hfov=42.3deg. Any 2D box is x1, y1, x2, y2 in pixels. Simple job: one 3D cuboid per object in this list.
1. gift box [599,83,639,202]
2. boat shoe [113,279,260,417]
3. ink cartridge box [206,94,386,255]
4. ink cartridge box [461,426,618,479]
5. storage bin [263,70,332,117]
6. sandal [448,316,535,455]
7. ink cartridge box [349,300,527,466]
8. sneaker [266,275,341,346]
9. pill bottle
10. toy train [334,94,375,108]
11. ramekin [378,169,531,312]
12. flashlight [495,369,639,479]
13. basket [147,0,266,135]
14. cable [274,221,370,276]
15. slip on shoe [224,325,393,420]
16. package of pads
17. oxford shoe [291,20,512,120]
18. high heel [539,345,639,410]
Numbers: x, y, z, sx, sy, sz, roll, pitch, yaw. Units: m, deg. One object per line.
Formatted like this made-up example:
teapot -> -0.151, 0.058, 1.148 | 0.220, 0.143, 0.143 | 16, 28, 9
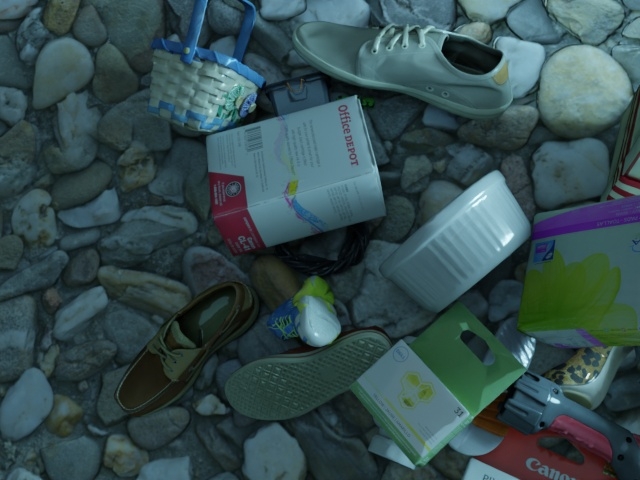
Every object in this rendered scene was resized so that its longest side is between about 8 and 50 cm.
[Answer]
gift box -> 0.633, -0.126, 1.406 | 0.255, 0.276, 0.258 | 16, 64, 13
boat shoe -> -0.257, 0.186, 1.528 | 0.324, 0.120, 0.122 | -45, 71, -6
ink cartridge box -> -0.048, -0.122, 1.549 | 0.306, 0.131, 0.226 | -13, 48, 5
ink cartridge box -> 0.376, 0.425, 1.376 | 0.275, 0.060, 0.239 | 21, 79, 16
storage bin -> -0.037, -0.274, 1.653 | 0.135, 0.098, 0.091 | -14, 81, 5
sandal -> 0.292, 0.254, 1.429 | 0.102, 0.076, 0.265 | 37, 67, -7
ink cartridge box -> 0.189, 0.225, 1.343 | 0.235, 0.056, 0.171 | -43, 62, 1
sneaker -> -0.034, 0.151, 1.463 | 0.126, 0.240, 0.091 | -41, 98, 13
pill bottle -> 0.160, 0.281, 1.427 | 0.117, 0.117, 0.208 | 20, 77, 15
toy train -> 0.070, -0.281, 1.671 | 0.083, 0.017, 0.024 | 8, 65, 12
ramekin -> 0.242, 0.011, 1.428 | 0.273, 0.273, 0.127 | -40, 83, -4
flashlight -> 0.435, 0.328, 1.334 | 0.304, 0.103, 0.103 | 26, 120, 6
basket -> -0.210, -0.353, 1.626 | 0.201, 0.255, 0.289 | 14, 95, 15
cable -> 0.000, 0.000, 1.586 | 0.184, 0.047, 0.150 | -25, 75, -3
slip on shoe -> -0.018, 0.236, 1.489 | 0.331, 0.101, 0.123 | -22, 96, 15
package of pads -> 0.459, 0.054, 1.305 | 0.296, 0.101, 0.229 | -14, 56, 51
oxford shoe -> 0.161, -0.363, 1.597 | 0.449, 0.130, 0.169 | 19, 49, 12
high heel -> 0.451, 0.199, 1.443 | 0.261, 0.093, 0.186 | -18, 41, 21
